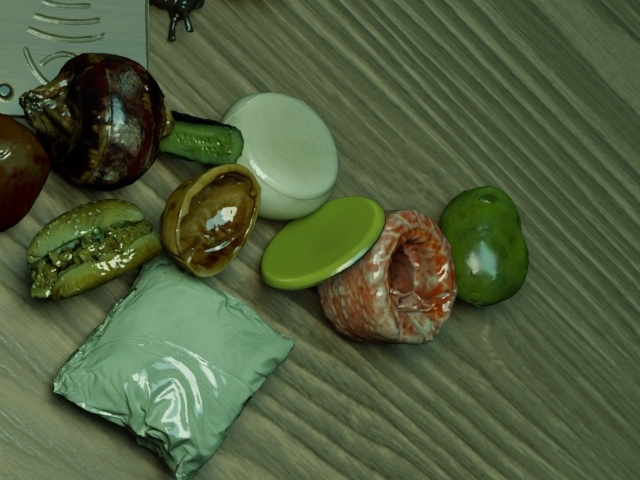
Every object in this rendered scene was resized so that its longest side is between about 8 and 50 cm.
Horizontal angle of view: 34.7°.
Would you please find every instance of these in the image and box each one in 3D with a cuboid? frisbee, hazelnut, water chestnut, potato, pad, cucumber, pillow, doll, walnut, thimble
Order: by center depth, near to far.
[{"bbox_3d":[-0.499,-0.106,1.524,0.208,0.208,0.208,10,67,-24],"label":"hazelnut"},{"bbox_3d":[-0.230,0.188,1.596,0.283,0.138,0.310,38,57,0],"label":"pillow"},{"bbox_3d":[-0.358,-0.183,1.617,0.238,0.224,0.223,5,68,-42],"label":"water chestnut"},{"bbox_3d":[-0.187,-0.037,1.621,0.211,0.087,0.167,-41,130,-43],"label":"walnut"},{"bbox_3d":[-0.211,-0.174,1.700,0.062,0.211,0.078,-29,125,-51],"label":"cucumber"},{"bbox_3d":[0.000,0.000,1.720,0.236,0.236,0.017,-50,125,-32],"label":"frisbee"},{"bbox_3d":[-0.426,-0.343,1.721,0.287,0.018,0.283,0,87,-25],"label":"pad"},{"bbox_3d":[0.118,0.066,1.772,0.239,0.162,0.239,6,82,-44],"label":"thimble"},{"bbox_3d":[-0.277,-0.445,1.854,0.139,0.057,0.165,19,63,-19],"label":"doll"},{"bbox_3d":[0.305,0.012,1.934,0.186,0.149,0.253,44,48,-26],"label":"potato"}]

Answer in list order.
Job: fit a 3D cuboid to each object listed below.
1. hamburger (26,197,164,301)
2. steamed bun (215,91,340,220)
[{"bbox_3d":[-0.346,0.009,1.568,0.122,0.189,0.215,63,18,-1],"label":"hamburger"},{"bbox_3d":[-0.086,-0.137,1.782,0.232,0.145,0.231,17,56,-28],"label":"steamed bun"}]
